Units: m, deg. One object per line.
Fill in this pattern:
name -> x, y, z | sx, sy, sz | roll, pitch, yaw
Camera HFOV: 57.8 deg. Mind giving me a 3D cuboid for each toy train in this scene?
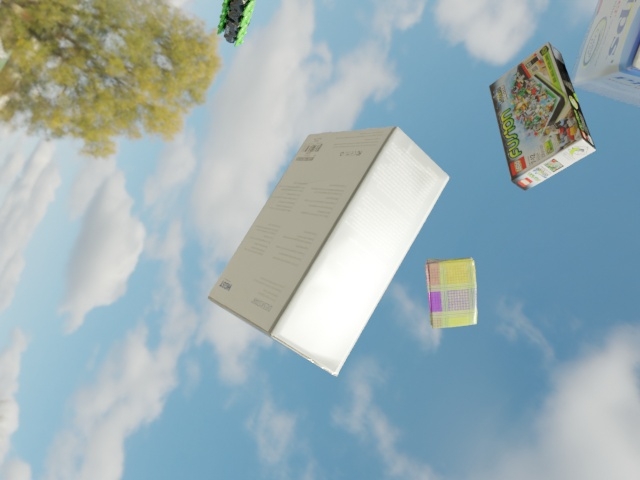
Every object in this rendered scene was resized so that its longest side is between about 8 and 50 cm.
toy train -> -0.041, -0.132, 0.313 | 0.024, 0.017, 0.083 | -59, -170, -14

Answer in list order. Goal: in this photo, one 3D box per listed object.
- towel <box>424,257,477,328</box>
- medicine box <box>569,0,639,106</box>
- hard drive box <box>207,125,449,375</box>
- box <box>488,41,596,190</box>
towel -> 0.158, 0.062, 0.696 | 0.009, 0.060, 0.083 | -115, -161, -89
medicine box -> 0.487, -0.328, 0.786 | 0.289, 0.149, 0.264 | -48, 155, -76
hard drive box -> 0.000, 0.000, 0.621 | 0.232, 0.089, 0.181 | -58, -152, -10
box -> 0.321, -0.185, 0.858 | 0.114, 0.036, 0.207 | -35, -139, 39
